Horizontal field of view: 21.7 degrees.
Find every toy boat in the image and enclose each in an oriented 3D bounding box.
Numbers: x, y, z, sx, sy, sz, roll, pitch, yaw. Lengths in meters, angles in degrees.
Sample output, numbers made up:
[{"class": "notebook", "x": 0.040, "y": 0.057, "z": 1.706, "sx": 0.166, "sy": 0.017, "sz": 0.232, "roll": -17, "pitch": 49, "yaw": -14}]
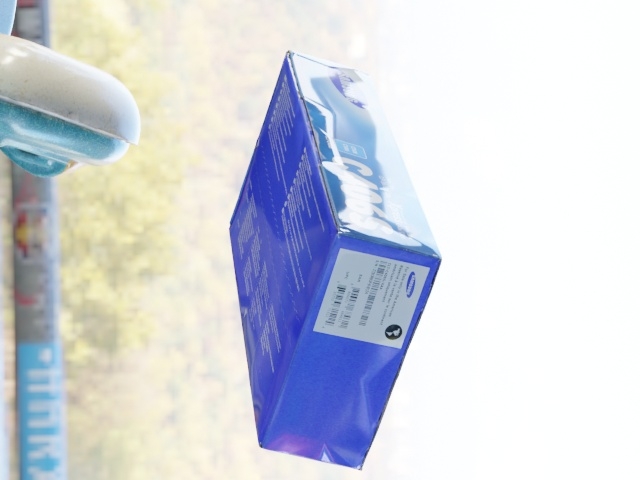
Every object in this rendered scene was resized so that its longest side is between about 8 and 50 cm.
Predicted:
[{"class": "toy boat", "x": -0.345, "y": -0.137, "z": 1.747, "sx": 0.267, "sy": 0.318, "sz": 0.148, "roll": 18, "pitch": 89, "yaw": -56}]

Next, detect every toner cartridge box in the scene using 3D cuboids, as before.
[{"class": "toner cartridge box", "x": 0.000, "y": 0.000, "z": 1.204, "sx": 0.348, "sy": 0.075, "sz": 0.165, "roll": -104, "pitch": -148, "yaw": -64}]

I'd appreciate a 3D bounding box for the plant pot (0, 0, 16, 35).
[{"class": "plant pot", "x": -0.507, "y": -0.291, "z": 1.995, "sx": 0.247, "sy": 0.247, "sz": 0.252, "roll": -39, "pitch": 121, "yaw": -66}]
